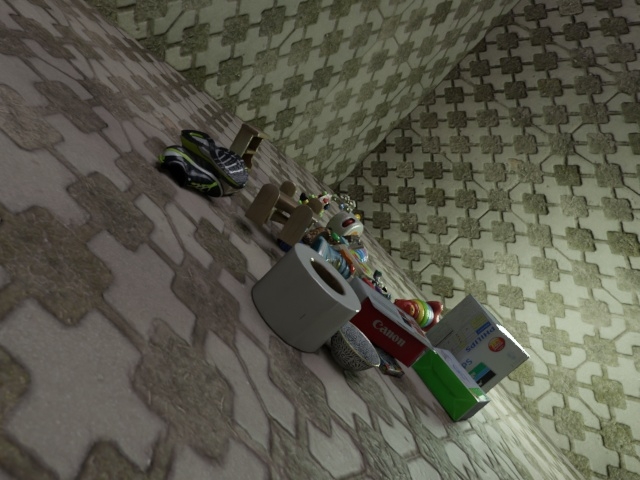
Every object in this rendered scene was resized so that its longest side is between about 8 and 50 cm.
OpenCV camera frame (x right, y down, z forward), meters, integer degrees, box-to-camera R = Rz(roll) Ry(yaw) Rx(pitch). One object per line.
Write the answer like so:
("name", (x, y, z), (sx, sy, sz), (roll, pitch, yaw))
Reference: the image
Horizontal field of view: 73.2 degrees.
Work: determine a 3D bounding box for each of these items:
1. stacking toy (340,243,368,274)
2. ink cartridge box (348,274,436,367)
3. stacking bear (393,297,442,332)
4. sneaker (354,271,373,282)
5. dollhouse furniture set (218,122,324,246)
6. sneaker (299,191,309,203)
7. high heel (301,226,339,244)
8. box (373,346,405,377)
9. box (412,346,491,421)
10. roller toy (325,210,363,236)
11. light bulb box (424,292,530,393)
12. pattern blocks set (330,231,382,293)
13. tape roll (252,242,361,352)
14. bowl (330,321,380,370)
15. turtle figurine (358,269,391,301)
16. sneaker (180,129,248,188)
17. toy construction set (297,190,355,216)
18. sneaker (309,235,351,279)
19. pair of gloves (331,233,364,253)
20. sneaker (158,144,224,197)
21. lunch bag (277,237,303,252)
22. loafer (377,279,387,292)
("stacking toy", (0.148, 0.103, 2.095), (0.141, 0.141, 0.330), (45, 16, 0))
("ink cartridge box", (0.227, 0.301, 1.547), (0.310, 0.130, 0.272), (37, 8, -15))
("stacking bear", (0.475, 0.371, 2.217), (0.289, 0.175, 0.164), (21, -15, -41))
("sneaker", (0.227, 0.227, 2.064), (0.212, 0.080, 0.094), (51, 25, 22))
("dollhouse furniture set", (-0.156, -0.207, 1.575), (0.394, 0.256, 0.362), (33, 12, 1))
("sneaker", (-0.070, -0.182, 2.401), (0.170, 0.089, 0.051), (49, 12, 19))
("high heel", (0.000, 0.000, 1.963), (0.262, 0.093, 0.186), (20, 16, -28))
("box", (0.229, 0.420, 1.484), (0.137, 0.027, 0.094), (32, 18, -50))
("box", (0.529, 0.579, 1.742), (0.231, 0.126, 0.262), (27, 20, -52))
("roller toy", (0.132, -0.070, 2.444), (0.146, 0.209, 0.191), (50, 18, 25))
("light bulb box", (0.708, 0.505, 2.038), (0.225, 0.358, 0.361), (40, 13, -14))
("pattern blocks set", (0.156, 0.095, 1.820), (0.324, 0.026, 0.285), (53, 10, 15))
("tape roll", (-0.036, 0.150, 1.147), (0.246, 0.169, 0.246), (43, 12, -12))
("bowl", (0.082, 0.310, 1.219), (0.170, 0.080, 0.170), (43, 11, -10))
("turtle figurine", (0.221, 0.218, 1.943), (0.175, 0.118, 0.234), (31, 33, -16))
("sneaker", (-0.360, -0.256, 1.457), (0.300, 0.121, 0.111), (40, 41, 21))
("toy construction set", (0.014, -0.192, 2.292), (0.215, 0.328, 0.151), (-17, -95, 62))
("sneaker", (0.041, 0.097, 1.723), (0.208, 0.127, 0.319), (43, 12, -6))
("pair of gloves", (0.105, 0.022, 2.119), (0.240, 0.205, 0.042), (-109, -170, -73))
("sneaker", (-0.409, -0.192, 1.347), (0.235, 0.084, 0.097), (42, 45, -34))
("lunch bag", (-0.113, 0.010, 1.628), (0.098, 0.067, 0.065), (29, 18, -44))
("loafer", (0.346, 0.259, 2.433), (0.125, 0.045, 0.039), (37, 20, -46))
